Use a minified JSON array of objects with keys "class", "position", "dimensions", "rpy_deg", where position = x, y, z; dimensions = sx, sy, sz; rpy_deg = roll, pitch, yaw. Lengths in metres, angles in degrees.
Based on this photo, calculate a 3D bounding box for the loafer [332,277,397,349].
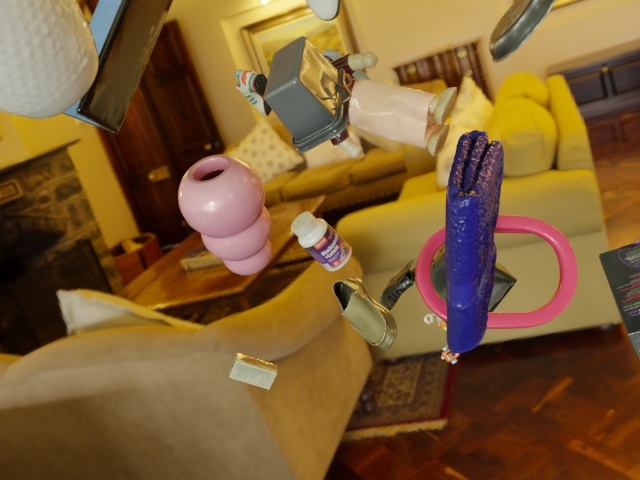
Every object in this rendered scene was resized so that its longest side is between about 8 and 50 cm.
[{"class":"loafer","position":[0.060,0.108,0.999],"dimensions":[0.050,0.056,0.148],"rpy_deg":[10,25,-35]}]

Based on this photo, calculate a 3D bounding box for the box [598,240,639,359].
[{"class":"box","position":[0.830,0.144,1.686],"dimensions":[0.165,0.143,0.270],"rpy_deg":[-22,39,23]}]

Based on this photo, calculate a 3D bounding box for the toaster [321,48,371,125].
[{"class":"toaster","position":[0.031,-0.373,1.704],"dimensions":[0.186,0.168,0.110],"rpy_deg":[-40,-20,-18]}]

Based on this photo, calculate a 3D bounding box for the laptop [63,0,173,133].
[{"class":"laptop","position":[-0.527,-0.477,1.584],"dimensions":[0.236,0.382,0.408],"rpy_deg":[22,0,0]}]

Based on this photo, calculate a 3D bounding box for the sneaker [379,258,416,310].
[{"class":"sneaker","position":[0.240,0.135,2.026],"dimensions":[0.089,0.051,0.170],"rpy_deg":[-34,18,45]}]

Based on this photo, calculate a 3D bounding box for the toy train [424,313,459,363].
[{"class":"toy train","position":[0.377,0.286,2.007],"dimensions":[0.125,0.166,0.046],"rpy_deg":[-34,-5,32]}]

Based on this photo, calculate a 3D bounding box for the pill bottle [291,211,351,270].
[{"class":"pill bottle","position":[0.000,0.000,2.097],"dimensions":[0.108,0.193,0.108],"rpy_deg":[-33,32,23]}]

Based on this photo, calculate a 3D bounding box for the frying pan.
[{"class":"frying pan","position":[0.464,-0.526,1.472],"dimensions":[0.326,0.053,0.197],"rpy_deg":[-59,12,-16]}]

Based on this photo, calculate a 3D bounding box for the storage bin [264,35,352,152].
[{"class":"storage bin","position":[-0.016,-0.200,0.880],"dimensions":[0.098,0.091,0.135],"rpy_deg":[-23,42,28]}]

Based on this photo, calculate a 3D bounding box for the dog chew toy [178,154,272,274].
[{"class":"dog chew toy","position":[-0.215,-0.046,1.660],"dimensions":[0.207,0.332,0.206],"rpy_deg":[-11,41,9]}]

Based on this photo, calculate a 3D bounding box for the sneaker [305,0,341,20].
[{"class":"sneaker","position":[-0.043,-0.580,1.424],"dimensions":[0.090,0.270,0.145],"rpy_deg":[2,35,29]}]

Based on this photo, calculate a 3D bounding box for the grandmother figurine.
[{"class":"grandmother figurine","position":[0.064,-0.248,1.222],"dimensions":[0.342,0.208,0.104],"rpy_deg":[21,30,18]}]

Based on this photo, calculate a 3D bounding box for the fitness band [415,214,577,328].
[{"class":"fitness band","position":[0.323,0.059,1.247],"dimensions":[0.291,0.209,0.054],"rpy_deg":[-1,-9,5]}]

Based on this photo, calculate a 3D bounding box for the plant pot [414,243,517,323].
[{"class":"plant pot","position":[0.333,0.102,1.619],"dimensions":[0.188,0.167,0.187],"rpy_deg":[-53,2,9]}]

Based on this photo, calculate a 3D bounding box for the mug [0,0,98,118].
[{"class":"mug","position":[-0.580,-0.405,1.190],"dimensions":[0.276,0.328,0.374],"rpy_deg":[-39,50,2]}]

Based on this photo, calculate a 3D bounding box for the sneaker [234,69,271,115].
[{"class":"sneaker","position":[-0.160,-0.363,1.630],"dimensions":[0.075,0.161,0.057],"rpy_deg":[26,78,18]}]

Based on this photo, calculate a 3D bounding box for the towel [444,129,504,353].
[{"class":"towel","position":[0.250,0.003,1.086],"dimensions":[0.076,0.308,0.227],"rpy_deg":[3,37,16]}]

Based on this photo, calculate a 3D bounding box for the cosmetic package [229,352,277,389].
[{"class":"cosmetic package","position":[-0.177,0.344,1.772],"dimensions":[0.115,0.060,0.041],"rpy_deg":[22,20,-14]}]
